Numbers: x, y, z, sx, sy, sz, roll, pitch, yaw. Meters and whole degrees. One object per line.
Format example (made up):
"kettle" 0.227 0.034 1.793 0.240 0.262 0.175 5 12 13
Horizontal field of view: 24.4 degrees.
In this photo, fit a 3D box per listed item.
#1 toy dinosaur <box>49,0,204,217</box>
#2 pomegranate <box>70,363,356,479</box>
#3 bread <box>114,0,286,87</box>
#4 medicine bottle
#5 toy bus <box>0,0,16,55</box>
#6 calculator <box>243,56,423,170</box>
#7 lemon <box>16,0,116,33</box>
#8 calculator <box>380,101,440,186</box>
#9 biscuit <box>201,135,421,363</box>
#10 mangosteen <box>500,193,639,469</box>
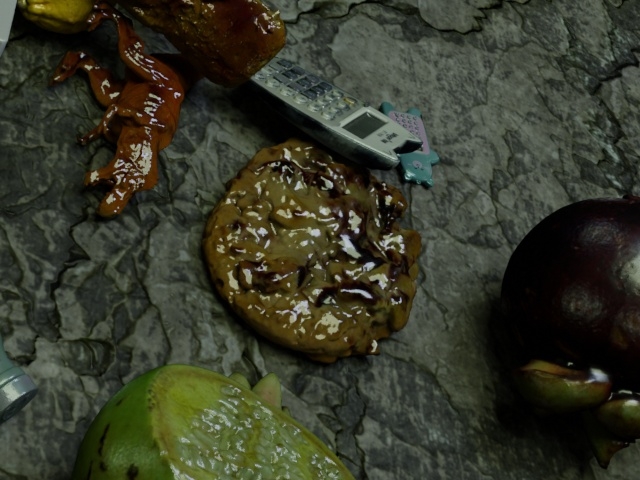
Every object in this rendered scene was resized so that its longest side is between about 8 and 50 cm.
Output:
"toy dinosaur" -0.228 -0.216 1.902 0.208 0.097 0.432 39 48 -14
"pomegranate" -0.114 0.276 1.548 0.310 0.216 0.358 31 17 -8
"bread" -0.167 -0.311 1.866 0.271 0.139 0.077 41 26 -24
"medicine bottle" -0.392 0.097 1.574 0.216 0.090 0.090 49 47 8
"toy bus" -0.426 -0.310 1.816 0.113 0.139 0.301 19 48 -21
"calculator" 0.005 -0.180 2.004 0.268 0.040 0.177 35 23 8
"lemon" -0.326 -0.323 1.906 0.114 0.114 0.155 49 51 8
"calculator" 0.126 -0.137 2.107 0.094 0.019 0.141 9 53 -29
"biscuit" 0.004 0.002 1.892 0.289 0.081 0.334 29 48 -8
"mangosteen" 0.377 0.116 1.911 0.307 0.307 0.346 21 80 -17
